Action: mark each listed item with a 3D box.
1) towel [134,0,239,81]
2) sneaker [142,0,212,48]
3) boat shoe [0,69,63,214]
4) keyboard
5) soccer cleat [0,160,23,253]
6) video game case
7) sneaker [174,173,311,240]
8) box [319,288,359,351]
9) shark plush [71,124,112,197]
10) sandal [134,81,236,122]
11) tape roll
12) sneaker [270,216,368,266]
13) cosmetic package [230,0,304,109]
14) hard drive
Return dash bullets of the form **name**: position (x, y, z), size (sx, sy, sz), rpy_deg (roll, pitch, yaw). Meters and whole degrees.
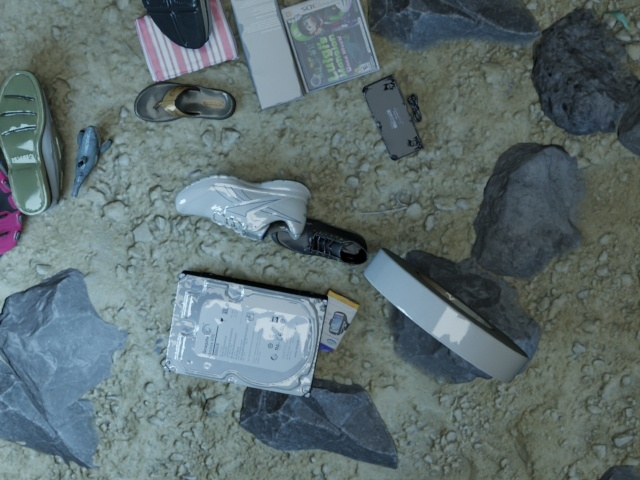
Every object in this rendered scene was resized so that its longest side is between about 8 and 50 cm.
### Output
- **towel**: position (-0.288, -0.436, 1.853), size (0.197, 0.029, 0.144), rpy_deg (-17, 98, -1)
- **sneaker**: position (-0.259, -0.634, 1.738), size (0.169, 0.257, 0.447), rpy_deg (12, 132, 35)
- **boat shoe**: position (-0.615, -0.210, 1.831), size (0.113, 0.103, 0.302), rpy_deg (1, 101, 9)
- **keyboard**: position (0.175, -0.279, 1.914), size (0.108, 0.023, 0.180), rpy_deg (-23, 101, 7)
- **soccer cleat**: position (-0.732, -0.132, 1.844), size (0.116, 0.143, 0.331), rpy_deg (-25, 125, -31)
- **video game case**: position (0.022, -0.439, 1.875), size (0.173, 0.022, 0.190), rpy_deg (-18, 101, 0)
- **sneaker**: position (-0.169, -0.068, 1.861), size (0.297, 0.111, 0.129), rpy_deg (1, 68, -2)
- **box**: position (0.024, 0.188, 1.981), size (0.081, 0.028, 0.136), rpy_deg (28, 99, -8)
- **shark plush**: position (-0.520, -0.175, 1.860), size (0.073, 0.067, 0.161), rpy_deg (31, 96, -9)
- **sandal**: position (-0.294, -0.295, 1.858), size (0.220, 0.060, 0.089), rpy_deg (4, 99, -5)
- **tape roll**: position (0.264, 0.154, 1.810), size (0.392, 0.392, 0.072), rpy_deg (35, 96, -9)
- **sneaker**: position (0.000, 0.000, 1.900), size (0.222, 0.118, 0.083), rpy_deg (9, 99, -5)
- **cosmetic package**: position (-0.112, -0.402, 1.820), size (0.107, 0.127, 0.237), rpy_deg (-19, 102, -1)
- **hard drive**: position (-0.168, 0.210, 1.940), size (0.339, 0.064, 0.236), rpy_deg (11, 98, 0)
